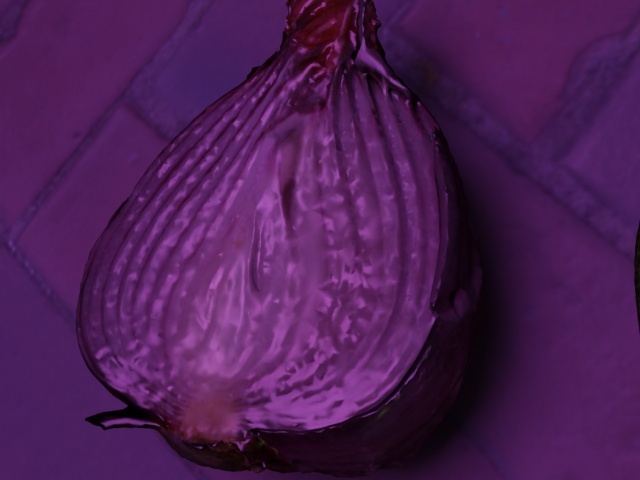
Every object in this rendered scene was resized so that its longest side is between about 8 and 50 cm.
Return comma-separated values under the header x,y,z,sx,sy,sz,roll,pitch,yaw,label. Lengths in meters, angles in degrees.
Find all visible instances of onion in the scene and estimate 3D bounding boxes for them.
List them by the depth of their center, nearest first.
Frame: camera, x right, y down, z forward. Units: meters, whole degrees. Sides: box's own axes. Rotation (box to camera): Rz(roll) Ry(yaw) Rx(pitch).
x,y,z,sx,sy,sz,roll,pitch,yaw,label
0.000,0.000,1.132,0.267,0.159,0.349,12,72,23,onion

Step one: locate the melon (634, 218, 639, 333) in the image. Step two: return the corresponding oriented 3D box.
x,y,z,sx,sy,sz,roll,pitch,yaw,label
0.247,0.041,1.025,0.114,0.053,0.262,-18,64,18,melon
